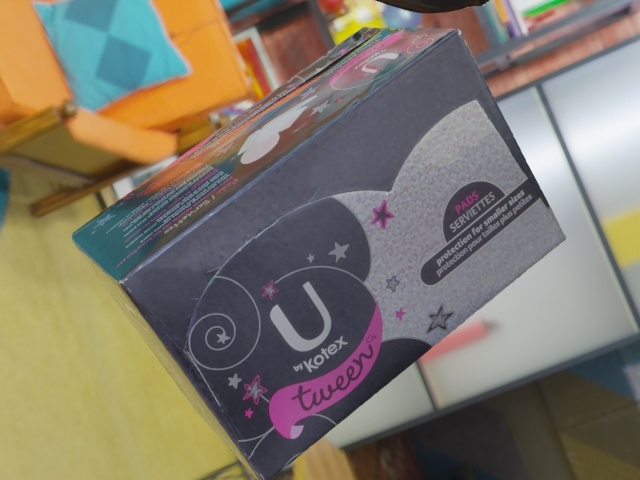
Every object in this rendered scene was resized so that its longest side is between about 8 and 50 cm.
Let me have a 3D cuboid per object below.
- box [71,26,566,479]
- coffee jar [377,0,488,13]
[{"bbox_3d":[0.000,0.000,0.712,0.163,0.247,0.142,58,-12,-21],"label":"box"},{"bbox_3d":[0.006,-0.163,0.401,0.096,0.079,0.184,9,44,-44],"label":"coffee jar"}]
